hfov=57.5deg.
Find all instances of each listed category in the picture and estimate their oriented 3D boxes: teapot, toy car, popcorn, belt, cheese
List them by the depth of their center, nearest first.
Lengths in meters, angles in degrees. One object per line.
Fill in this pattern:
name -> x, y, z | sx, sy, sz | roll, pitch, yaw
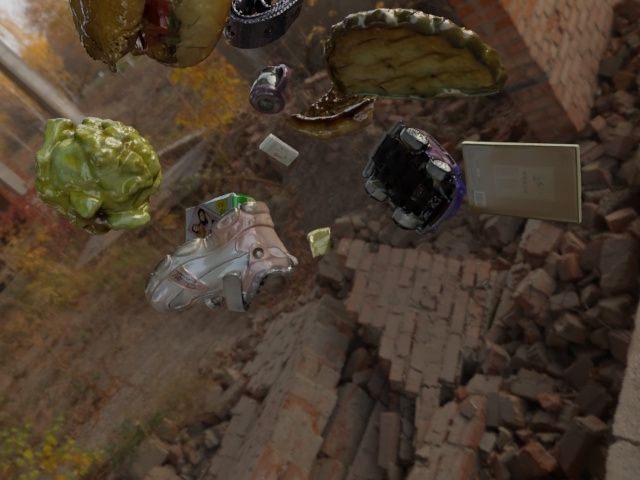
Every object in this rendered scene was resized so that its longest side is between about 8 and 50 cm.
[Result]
popcorn -> -0.440, -0.131, 1.150 | 0.256, 0.254, 0.195 | -19, 12, 18
toy car -> 0.219, -0.131, 1.255 | 0.235, 0.158, 0.172 | 55, 131, 30
cheese -> 0.000, 0.000, 1.301 | 0.060, 0.041, 0.084 | -10, 42, -1
belt -> -0.132, -0.546, 1.364 | 0.230, 0.140, 0.126 | -46, -7, -21
teapot -> -0.158, -0.490, 1.840 | 0.148, 0.116, 0.145 | 111, 169, -57

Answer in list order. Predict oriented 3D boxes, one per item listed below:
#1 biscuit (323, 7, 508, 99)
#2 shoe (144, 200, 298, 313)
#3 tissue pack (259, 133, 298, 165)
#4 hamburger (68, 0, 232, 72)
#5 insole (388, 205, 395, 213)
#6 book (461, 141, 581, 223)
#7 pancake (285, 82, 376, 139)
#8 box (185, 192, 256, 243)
biscuit -> 0.171, -0.322, 1.067 | 0.329, 0.336, 0.078 | 137, 145, -81
shoe -> -0.223, 0.079, 1.310 | 0.351, 0.198, 0.172 | -38, -9, 10
tissue pack -> -0.122, -0.267, 1.728 | 0.056, 0.108, 0.023 | -41, 35, 27
hamburger -> -0.192, -0.316, 0.669 | 0.163, 0.244, 0.245 | -9, 4, -36
insole -> 0.277, -0.103, 2.029 | 0.002, 0.053, 0.153 | -46, -19, 25
book -> 0.532, -0.158, 1.560 | 0.311, 0.216, 0.021 | 10, 34, 40
pancake -> 0.049, -0.359, 1.620 | 0.257, 0.056, 0.212 | -44, 54, 5
box -> -0.298, -0.033, 1.749 | 0.250, 0.103, 0.179 | -13, 75, 41
